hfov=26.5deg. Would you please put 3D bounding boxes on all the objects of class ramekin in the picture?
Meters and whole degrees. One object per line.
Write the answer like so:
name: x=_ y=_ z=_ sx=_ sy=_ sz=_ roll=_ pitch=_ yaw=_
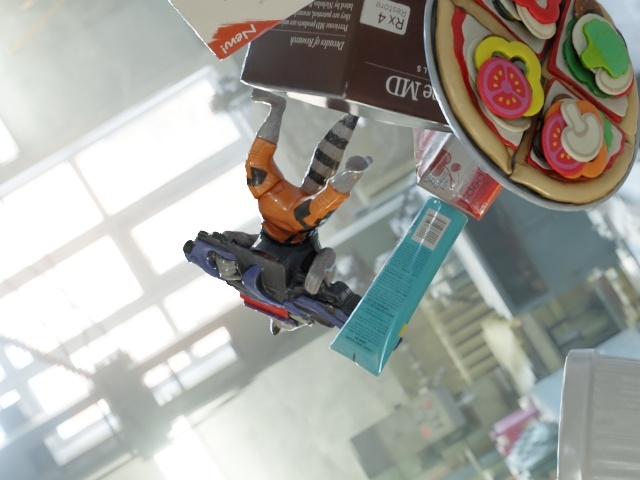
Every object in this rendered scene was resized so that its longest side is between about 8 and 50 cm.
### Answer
ramekin: x=0.248 y=0.189 z=1.060 sx=0.207 sy=0.109 sz=0.207 roll=1 pitch=-90 yaw=-75

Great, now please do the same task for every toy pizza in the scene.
toy pizza: x=0.155 y=-0.118 z=0.934 sx=0.032 sy=0.201 sz=0.201 roll=-27 pitch=95 yaw=50

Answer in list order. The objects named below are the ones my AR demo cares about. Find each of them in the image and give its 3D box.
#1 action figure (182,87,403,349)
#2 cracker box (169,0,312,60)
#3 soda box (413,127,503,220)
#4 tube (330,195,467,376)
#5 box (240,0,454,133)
action figure: x=0.000 y=0.000 z=1.829 sx=0.341 sy=0.178 sz=0.330 roll=29 pitch=128 yaw=19
cracker box: x=-0.052 y=-0.221 z=0.787 sx=0.067 sy=0.155 sz=0.232 roll=61 pitch=-172 yaw=30
soda box: x=0.162 y=-0.128 z=1.550 sx=0.083 sy=0.092 sz=0.263 roll=29 pitch=-156 yaw=-11
tube: x=0.091 y=0.049 z=1.530 sx=0.080 sy=0.207 sz=0.052 roll=26 pitch=172 yaw=47
box: x=0.062 y=-0.206 z=1.144 sx=0.168 sy=0.203 sz=0.167 roll=10 pitch=-177 yaw=-34
